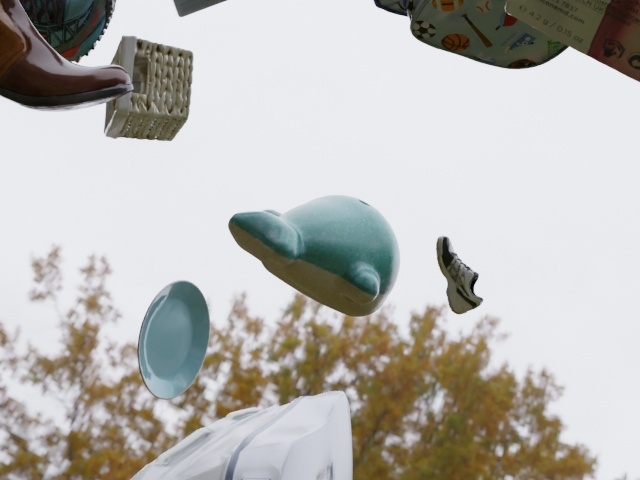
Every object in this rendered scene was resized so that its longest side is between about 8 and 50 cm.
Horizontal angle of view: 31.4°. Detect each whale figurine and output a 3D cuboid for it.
[{"bbox_3d":[0.000,0.000,1.470,0.216,0.141,0.272,34,6,34],"label":"whale figurine"}]

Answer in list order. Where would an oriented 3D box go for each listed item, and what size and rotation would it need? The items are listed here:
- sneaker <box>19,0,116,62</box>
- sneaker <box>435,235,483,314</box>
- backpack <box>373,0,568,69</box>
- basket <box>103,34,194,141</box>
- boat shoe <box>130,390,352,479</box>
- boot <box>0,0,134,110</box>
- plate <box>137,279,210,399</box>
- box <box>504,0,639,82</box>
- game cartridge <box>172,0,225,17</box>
[{"bbox_3d":[-0.411,-0.317,1.653,0.262,0.104,0.125,-14,-36,35],"label":"sneaker"},{"bbox_3d":[0.144,0.032,1.165,0.037,0.032,0.083,-19,-98,22],"label":"sneaker"},{"bbox_3d":[0.207,-0.311,1.195,0.263,0.213,0.276,7,-32,-29],"label":"backpack"},{"bbox_3d":[-0.242,-0.208,1.598,0.103,0.113,0.167,6,-9,-17],"label":"basket"},{"bbox_3d":[-0.034,0.123,0.590,0.084,0.095,0.258,0,-10,10],"label":"boat shoe"},{"bbox_3d":[-0.352,-0.290,1.318,0.264,0.280,0.096,-1,2,-3],"label":"boot"},{"bbox_3d":[-0.233,0.153,1.770,0.024,0.188,0.188,8,-41,28],"label":"plate"},{"bbox_3d":[0.237,-0.244,0.751,0.127,0.148,0.232,31,-36,10],"label":"box"},{"bbox_3d":[-0.154,-0.478,1.579,0.198,0.062,0.297,-20,-59,-3],"label":"game cartridge"}]
